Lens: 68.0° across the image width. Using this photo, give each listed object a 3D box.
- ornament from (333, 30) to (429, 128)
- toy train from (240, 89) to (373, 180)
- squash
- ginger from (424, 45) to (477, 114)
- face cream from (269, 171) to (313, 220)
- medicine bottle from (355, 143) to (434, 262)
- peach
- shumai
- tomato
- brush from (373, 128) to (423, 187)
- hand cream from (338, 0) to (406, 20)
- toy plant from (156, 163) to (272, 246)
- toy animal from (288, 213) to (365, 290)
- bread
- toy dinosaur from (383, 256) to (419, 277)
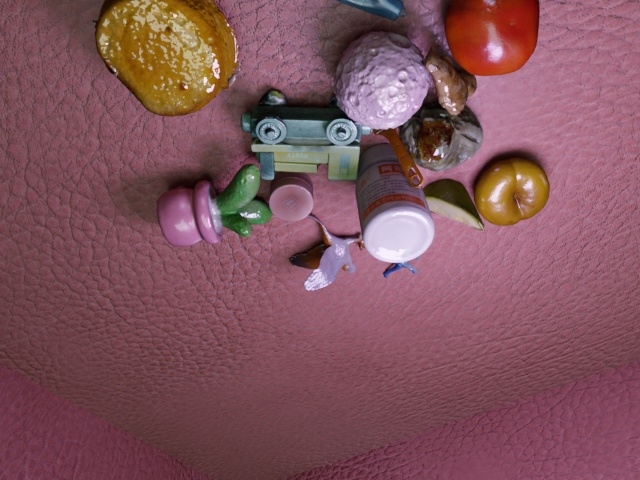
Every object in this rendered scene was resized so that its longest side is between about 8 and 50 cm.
[{"bbox_3d":[0.169,-0.437,1.283,0.259,0.259,0.225,11,138,-12],"label":"ornament"},{"bbox_3d":[-0.041,-0.308,1.451,0.397,0.160,0.253,1,138,-1],"label":"toy train"},{"bbox_3d":[0.424,-0.103,1.574,0.169,0.252,0.093,-22,126,15],"label":"squash"},{"bbox_3d":[0.350,-0.436,1.294,0.333,0.081,0.148,11,94,-54],"label":"ginger"},{"bbox_3d":[-0.098,-0.154,1.603,0.149,0.104,0.149,-1,130,-1],"label":"face cream"},{"bbox_3d":[0.216,-0.125,1.469,0.211,0.371,0.211,-1,131,-1],"label":"medicine bottle"},{"bbox_3d":[0.645,-0.165,1.604,0.251,0.153,0.251,-6,134,-6],"label":"peach"},{"bbox_3d":[0.381,-0.291,1.442,0.260,0.222,0.225,9,126,-16],"label":"shumai"},{"bbox_3d":[0.451,-0.554,1.229,0.259,0.180,0.260,-2,106,-7],"label":"tomato"},{"bbox_3d":[0.227,-0.283,1.402,0.090,0.314,0.017,-35,153,26],"label":"brush"},{"bbox_3d":[0.126,-0.644,1.252,0.224,0.048,0.083,19,129,-11],"label":"hand cream"},{"bbox_3d":[-0.346,-0.106,1.546,0.356,0.211,0.317,-6,154,4],"label":"toy plant"},{"bbox_3d":[0.023,-0.001,1.755,0.302,0.225,0.284,-10,110,-11],"label":"toy animal"},{"bbox_3d":[-0.401,-0.493,1.247,0.337,0.204,0.358,-26,128,24],"label":"bread"},{"bbox_3d":[0.314,0.041,1.801,0.144,0.076,0.329,19,135,24],"label":"toy dinosaur"}]
